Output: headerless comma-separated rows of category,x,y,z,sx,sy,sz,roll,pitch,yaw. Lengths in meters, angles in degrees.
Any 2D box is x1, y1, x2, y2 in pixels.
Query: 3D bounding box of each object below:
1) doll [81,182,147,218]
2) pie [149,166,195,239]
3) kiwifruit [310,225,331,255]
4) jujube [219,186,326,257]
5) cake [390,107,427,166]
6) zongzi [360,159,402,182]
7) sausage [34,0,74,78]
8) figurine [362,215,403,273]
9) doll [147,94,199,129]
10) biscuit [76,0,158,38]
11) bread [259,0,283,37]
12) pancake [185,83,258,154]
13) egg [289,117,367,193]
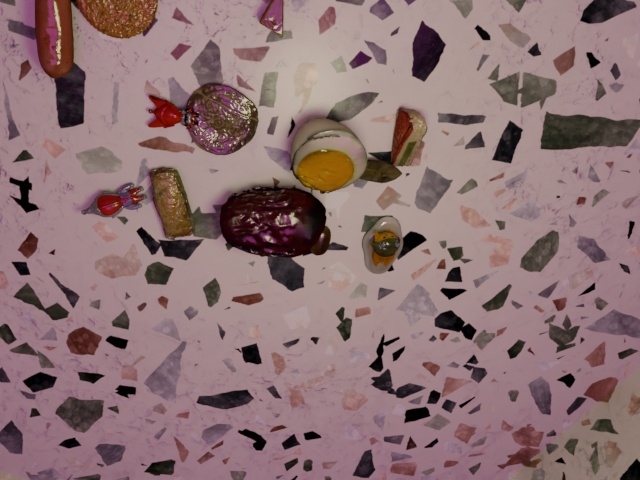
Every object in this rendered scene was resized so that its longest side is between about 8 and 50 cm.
doll,-0.736,-0.134,1.896,0.227,0.075,0.102,-22,102,-8
pie,-0.537,-0.125,1.932,0.128,0.068,0.282,-9,120,-2
kiwifruit,0.000,0.000,2.056,0.075,0.075,0.124,12,109,-12
jujube,-0.163,-0.066,1.916,0.376,0.258,0.258,2,115,5
cake,0.316,-0.354,1.904,0.086,0.117,0.220,-1,114,-14
zongzi,0.183,-0.250,1.902,0.189,0.178,0.081,6,96,-10
sausage,-0.813,-0.629,1.633,0.113,0.113,0.259,5,115,-10
figurine,0.256,0.046,2.071,0.166,0.141,0.250,-2,115,-8
doll,-0.496,-0.420,1.793,0.169,0.057,0.109,12,115,4
biscuit,-0.627,-0.754,1.641,0.254,0.035,0.254,-3,116,-6
bread,-0.125,-0.731,1.694,0.084,0.074,0.139,28,107,-18
pancake,-0.343,-0.412,1.839,0.250,0.031,0.250,-3,115,-6
egg,0.024,-0.310,1.865,0.264,0.174,0.286,-25,137,18
